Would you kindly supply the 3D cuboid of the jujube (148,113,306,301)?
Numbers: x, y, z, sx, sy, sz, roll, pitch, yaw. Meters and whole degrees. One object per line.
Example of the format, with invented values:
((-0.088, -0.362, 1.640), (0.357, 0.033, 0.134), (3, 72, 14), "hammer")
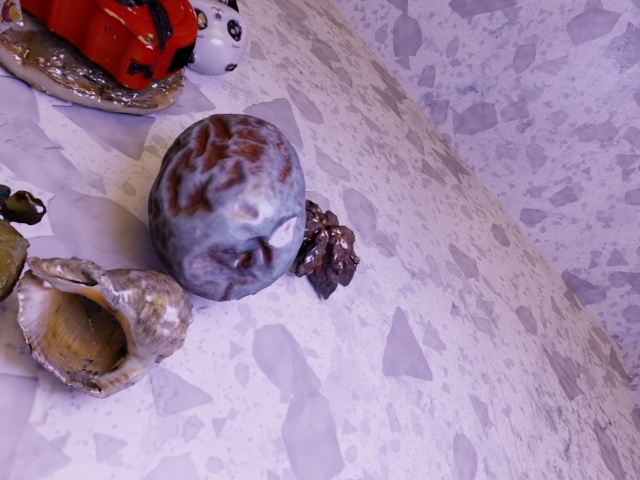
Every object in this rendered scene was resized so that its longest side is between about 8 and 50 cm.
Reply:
((-0.144, -0.071, 0.638), (0.215, 0.247, 0.307), (43, 17, -41), "jujube")

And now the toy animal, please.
((-0.274, -0.511, 0.969), (0.187, 0.165, 0.234), (0, 57, -29), "toy animal")

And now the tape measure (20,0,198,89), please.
((-0.350, -0.407, 0.712), (0.253, 0.114, 0.260), (38, 41, -15), "tape measure")

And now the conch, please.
((-0.246, 0.094, 0.469), (0.207, 0.130, 0.155), (45, 35, -40), "conch")

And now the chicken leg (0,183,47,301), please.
((-0.423, 0.017, 0.296), (0.140, 0.211, 0.361), (16, 2, 23), "chicken leg")

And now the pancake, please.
((-0.433, -0.384, 0.762), (0.383, 0.071, 0.381), (24, 46, -28), "pancake")

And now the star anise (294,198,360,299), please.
((0.000, 0.001, 0.856), (0.223, 0.109, 0.235), (29, 38, -33), "star anise")

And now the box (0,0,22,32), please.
((-0.510, -0.292, 0.561), (0.041, 0.050, 0.207), (35, 57, -15), "box")
